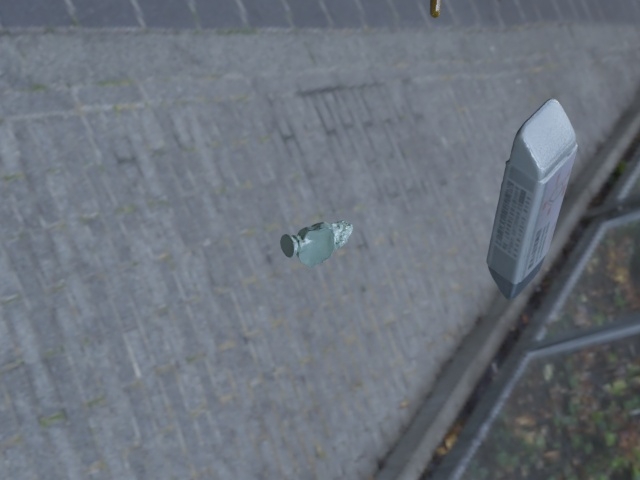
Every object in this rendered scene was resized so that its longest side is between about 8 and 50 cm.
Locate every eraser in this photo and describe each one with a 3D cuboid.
[{"bbox_3d":[0.279,-0.044,1.534,0.089,0.061,0.352,-44,156,-26],"label":"eraser"}]

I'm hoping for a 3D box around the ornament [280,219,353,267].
[{"bbox_3d":[-0.003,0.001,1.417,0.092,0.068,0.041,12,35,-55],"label":"ornament"}]

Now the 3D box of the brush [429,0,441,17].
[{"bbox_3d":[0.093,-0.253,0.867,0.043,0.014,0.169,-74,168,-74],"label":"brush"}]
